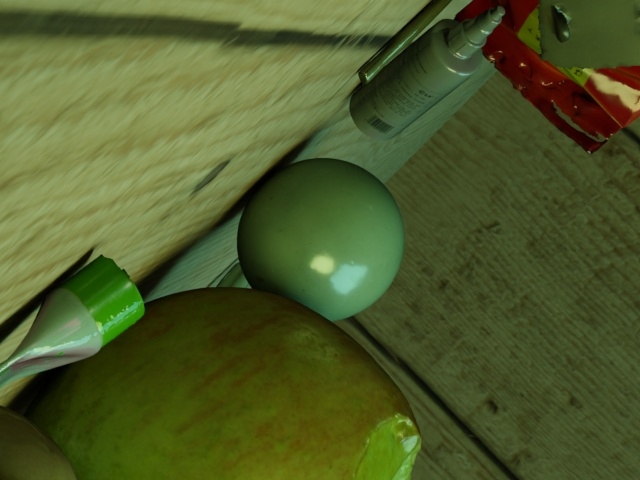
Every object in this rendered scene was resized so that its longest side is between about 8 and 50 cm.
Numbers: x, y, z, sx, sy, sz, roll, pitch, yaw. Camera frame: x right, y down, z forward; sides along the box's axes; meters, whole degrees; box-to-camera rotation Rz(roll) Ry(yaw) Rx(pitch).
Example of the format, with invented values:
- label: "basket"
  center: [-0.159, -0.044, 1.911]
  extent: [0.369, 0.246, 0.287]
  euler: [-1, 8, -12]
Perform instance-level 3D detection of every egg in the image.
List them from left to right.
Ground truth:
- label: "egg"
  center: [0.000, 0.000, 1.723]
  extent: [0.149, 0.149, 0.192]
  euler: [-45, 175, 15]

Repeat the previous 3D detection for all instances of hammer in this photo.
- label: "hammer"
  center: [0.105, -0.206, 1.625]
  extent: [0.199, 0.013, 0.062]
  euler: [-45, 177, -13]

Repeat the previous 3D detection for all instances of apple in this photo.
- label: "apple"
  center: [-0.095, 0.208, 1.601]
  extent: [0.339, 0.339, 0.339]
  euler: [-44, 177, -2]

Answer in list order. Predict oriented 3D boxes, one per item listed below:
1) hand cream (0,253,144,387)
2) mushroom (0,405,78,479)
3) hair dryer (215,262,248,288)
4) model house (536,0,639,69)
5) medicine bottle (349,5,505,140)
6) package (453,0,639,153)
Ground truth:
- label: "hand cream"
  center: [-0.227, 0.107, 1.162]
  extent: [0.275, 0.050, 0.079]
  euler: [-38, 150, -24]
- label: "mushroom"
  center: [-0.328, 0.280, 1.270]
  extent: [0.407, 0.137, 0.154]
  euler: [-50, 136, -4]
- label: "hair dryer"
  center: [-0.151, 0.110, 2.154]
  extent: [0.225, 0.088, 0.219]
  euler: [-59, 171, 12]
- label: "model house"
  center: [0.223, -0.258, 1.133]
  extent: [0.243, 0.211, 0.204]
  euler: [72, 15, -57]
- label: "medicine bottle"
  center: [0.100, -0.154, 1.655]
  extent: [0.057, 0.057, 0.199]
  euler: [-42, -177, -41]
- label: "package"
  center: [0.267, -0.237, 1.515]
  extent: [0.123, 0.196, 0.423]
  euler: [-43, 175, -30]
